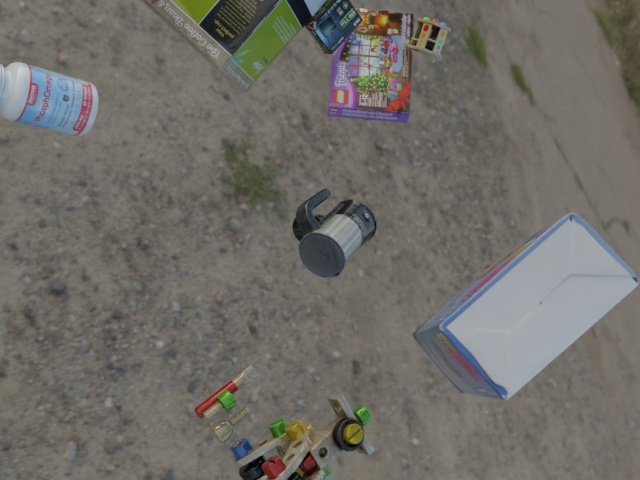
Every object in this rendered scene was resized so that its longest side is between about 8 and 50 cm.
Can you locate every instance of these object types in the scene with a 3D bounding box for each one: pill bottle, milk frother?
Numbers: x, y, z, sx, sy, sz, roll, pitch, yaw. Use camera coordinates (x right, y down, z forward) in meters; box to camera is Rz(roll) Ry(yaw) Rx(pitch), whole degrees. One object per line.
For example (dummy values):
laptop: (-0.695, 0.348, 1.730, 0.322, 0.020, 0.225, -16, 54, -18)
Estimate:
pill bottle: (-0.419, -0.212, 1.128, 0.160, 0.087, 0.087, 10, 65, -41)
milk frother: (0.000, 0.000, 1.290, 0.129, 0.143, 0.135, 40, 38, 5)

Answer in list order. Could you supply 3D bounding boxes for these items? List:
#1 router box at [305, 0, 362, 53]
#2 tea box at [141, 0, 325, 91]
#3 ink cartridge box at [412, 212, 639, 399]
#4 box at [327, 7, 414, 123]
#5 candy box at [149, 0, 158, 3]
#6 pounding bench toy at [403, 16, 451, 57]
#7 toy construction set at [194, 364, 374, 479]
router box: (0.032, -0.524, 1.833, 0.122, 0.038, 0.092, -49, 125, -9)
tea box: (-0.204, -0.570, 1.684, 0.329, 0.323, 0.220, 44, 4, 8)
ink cartridge box: (0.308, 0.122, 1.264, 0.151, 0.270, 0.395, 50, -6, 9)
box: (0.127, -0.440, 1.902, 0.057, 0.200, 0.294, 95, -1, -70)
candy box: (-0.356, -0.610, 1.368, 0.087, 0.183, 0.317, -32, 82, -12)
pounding bench toy: (0.202, -0.402, 1.493, 0.052, 0.083, 0.065, 7, 105, -42)
toy construction set: (-0.049, 0.354, 1.416, 0.237, 0.257, 0.309, -37, 74, -22)
